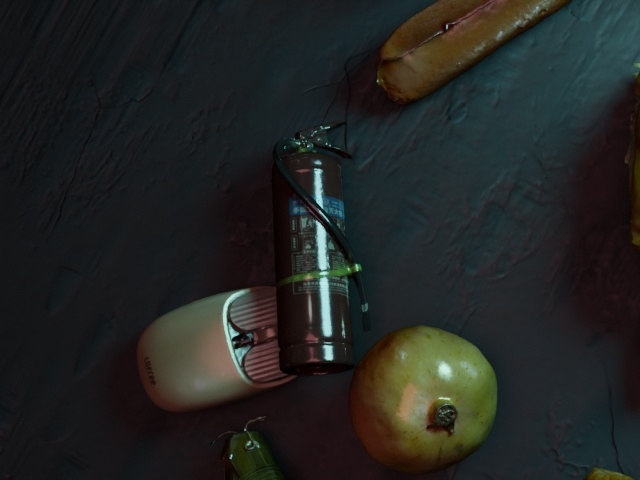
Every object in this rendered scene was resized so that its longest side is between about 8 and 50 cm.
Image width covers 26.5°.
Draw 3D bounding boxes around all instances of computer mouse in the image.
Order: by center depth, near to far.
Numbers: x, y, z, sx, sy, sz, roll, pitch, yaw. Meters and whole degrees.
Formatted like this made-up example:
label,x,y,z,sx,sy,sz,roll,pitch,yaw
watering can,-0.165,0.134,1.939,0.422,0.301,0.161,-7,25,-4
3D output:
label,x,y,z,sx,sy,sz,roll,pitch,yaw
computer mouse,-0.133,0.145,1.805,0.236,0.082,0.145,-16,81,11

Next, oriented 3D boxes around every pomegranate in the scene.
label,x,y,z,sx,sy,sz,roll,pitch,yaw
pomegranate,0.129,0.201,1.691,0.191,0.191,0.191,-1,85,12

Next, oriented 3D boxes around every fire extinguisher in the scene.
label,x,y,z,sx,sy,sz,roll,pitch,yaw
fire extinguisher,0.000,0.000,1.763,0.105,0.141,0.341,-23,64,51

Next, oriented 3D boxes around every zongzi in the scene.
label,x,y,z,sx,sy,sz,roll,pitch,yaw
zongzi,-0.096,0.359,1.795,0.187,0.084,0.184,62,142,35

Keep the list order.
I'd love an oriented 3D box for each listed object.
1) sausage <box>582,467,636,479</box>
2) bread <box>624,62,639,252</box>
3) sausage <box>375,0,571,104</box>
label,x,y,z,sx,sy,sz,roll,pitch,yaw
sausage,0.359,0.432,1.674,0.089,0.083,0.300,-2,86,-1
bread,0.490,-0.098,1.620,0.250,0.225,0.279,0,89,13
sausage,0.213,-0.294,1.762,0.330,0.102,0.102,-32,80,7
